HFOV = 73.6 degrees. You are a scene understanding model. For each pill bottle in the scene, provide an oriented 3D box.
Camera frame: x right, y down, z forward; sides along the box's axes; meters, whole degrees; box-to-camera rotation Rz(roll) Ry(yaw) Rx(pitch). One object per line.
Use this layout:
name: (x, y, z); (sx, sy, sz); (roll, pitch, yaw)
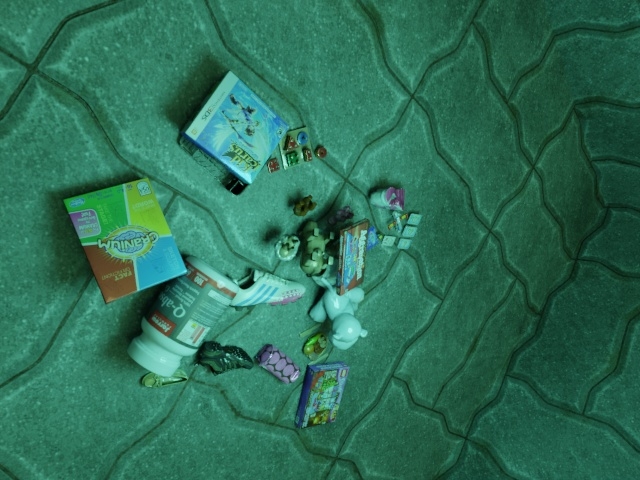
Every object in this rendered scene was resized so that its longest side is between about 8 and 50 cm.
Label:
pill bottle: (-0.454, 0.249, 1.420); (0.210, 0.210, 0.362); (40, 79, -36)

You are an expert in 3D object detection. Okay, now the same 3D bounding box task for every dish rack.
dish rack: (-0.322, -0.307, 1.439); (0.271, 0.074, 0.208); (45, 75, -34)

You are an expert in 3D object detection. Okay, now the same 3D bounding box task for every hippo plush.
hippo plush: (0.112, 0.310, 1.761); (0.235, 0.236, 0.294); (-8, 141, -26)

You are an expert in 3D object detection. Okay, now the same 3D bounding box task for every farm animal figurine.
farm animal figurine: (0.000, 0.000, 1.669); (0.330, 0.172, 0.326); (31, 61, -16)

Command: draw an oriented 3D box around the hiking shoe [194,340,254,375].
hiking shoe: (-0.366, 0.463, 1.637); (0.227, 0.086, 0.114); (29, 99, -32)

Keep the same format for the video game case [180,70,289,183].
video game case: (-0.268, -0.358, 1.385); (0.270, 0.061, 0.244); (38, 80, -33)

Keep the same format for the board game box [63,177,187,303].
board game box: (-0.575, -0.004, 1.274); (0.242, 0.064, 0.316); (-23, 89, -28)

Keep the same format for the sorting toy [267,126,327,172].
sorting toy: (-0.094, -0.344, 1.606); (0.275, 0.046, 0.132); (-23, 115, -28)

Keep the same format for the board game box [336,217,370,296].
board game box: (0.122, 0.065, 1.620); (0.145, 0.027, 0.281); (-26, 130, -41)

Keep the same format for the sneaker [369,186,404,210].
sneaker: (0.300, -0.188, 1.898); (0.252, 0.111, 0.102); (8, 85, -58)

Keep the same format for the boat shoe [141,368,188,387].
boat shoe: (-0.552, 0.494, 1.522); (0.153, 0.048, 0.056); (6, 99, -36)

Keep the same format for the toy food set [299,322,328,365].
toy food set: (-0.018, 0.472, 1.898); (0.133, 0.039, 0.191); (-26, 117, -27)

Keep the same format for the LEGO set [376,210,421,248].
LEGO set: (0.372, -0.043, 1.992); (0.244, 0.060, 0.182); (6, 113, -38)

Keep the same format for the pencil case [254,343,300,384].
pencil case: (-0.172, 0.519, 1.772); (0.209, 0.095, 0.098); (47, 40, -33)

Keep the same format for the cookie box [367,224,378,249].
cookie box: (0.199, -0.006, 1.912); (0.107, 0.040, 0.091); (-34, 120, -23)

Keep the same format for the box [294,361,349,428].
box: (0.008, 0.705, 1.962); (0.201, 0.057, 0.293); (5, 104, -36)

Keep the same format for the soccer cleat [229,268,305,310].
soccer cleat: (-0.199, 0.175, 1.637); (0.332, 0.116, 0.143); (-7, 107, -33)

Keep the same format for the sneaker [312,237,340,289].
sneaker: (0.072, 0.061, 1.795); (0.152, 0.114, 0.305); (32, 84, -38)
